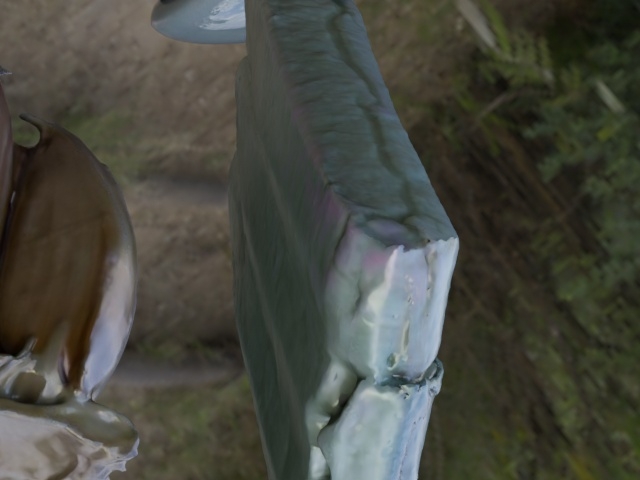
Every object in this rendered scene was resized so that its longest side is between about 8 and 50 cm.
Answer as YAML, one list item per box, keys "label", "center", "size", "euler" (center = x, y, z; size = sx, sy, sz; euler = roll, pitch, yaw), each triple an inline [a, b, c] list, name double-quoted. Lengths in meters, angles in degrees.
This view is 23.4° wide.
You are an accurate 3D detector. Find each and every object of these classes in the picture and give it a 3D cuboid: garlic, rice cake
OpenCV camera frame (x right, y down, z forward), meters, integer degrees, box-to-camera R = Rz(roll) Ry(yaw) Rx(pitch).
- label: "garlic"
  center: [-0.182, 0.011, 0.600]
  size: [0.214, 0.191, 0.160]
  euler: [20, 131, -40]
- label: "rice cake"
  center: [0.001, 0.000, 0.458]
  size: [0.038, 0.211, 0.124]
  euler: [2, 114, -10]

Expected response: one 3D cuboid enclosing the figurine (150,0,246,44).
- label: "figurine"
  center: [-0.061, -0.294, 0.986]
  size: [0.224, 0.205, 0.382]
  euler: [-33, 135, -13]
